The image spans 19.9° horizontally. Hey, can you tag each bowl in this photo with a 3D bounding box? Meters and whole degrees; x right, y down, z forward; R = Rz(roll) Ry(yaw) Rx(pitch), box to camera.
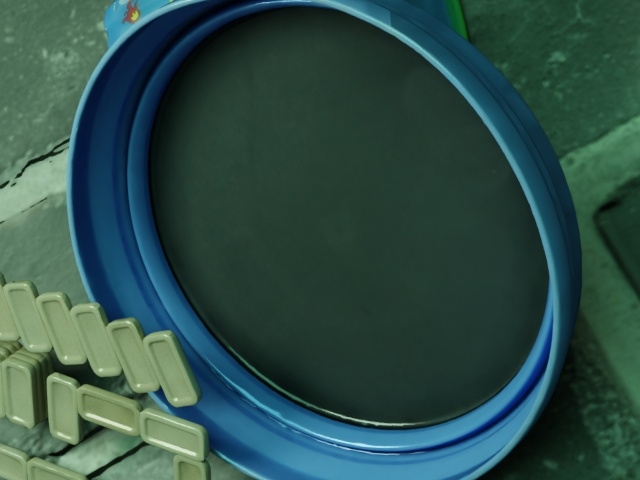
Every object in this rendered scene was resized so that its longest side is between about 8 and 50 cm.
[{"bbox_3d":[0.000,0.000,1.277,0.391,0.077,0.391,14,119,26],"label":"bowl"}]

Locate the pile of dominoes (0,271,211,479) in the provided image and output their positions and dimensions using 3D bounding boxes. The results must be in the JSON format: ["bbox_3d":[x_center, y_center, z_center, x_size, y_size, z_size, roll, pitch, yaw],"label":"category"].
[{"bbox_3d":[-0.181,0.118,1.402,0.251,0.040,0.196,16,123,25],"label":"pile of dominoes"}]

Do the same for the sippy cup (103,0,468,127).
[{"bbox_3d":[-0.033,-0.157,1.397,0.224,0.240,0.305,-19,41,26],"label":"sippy cup"}]
